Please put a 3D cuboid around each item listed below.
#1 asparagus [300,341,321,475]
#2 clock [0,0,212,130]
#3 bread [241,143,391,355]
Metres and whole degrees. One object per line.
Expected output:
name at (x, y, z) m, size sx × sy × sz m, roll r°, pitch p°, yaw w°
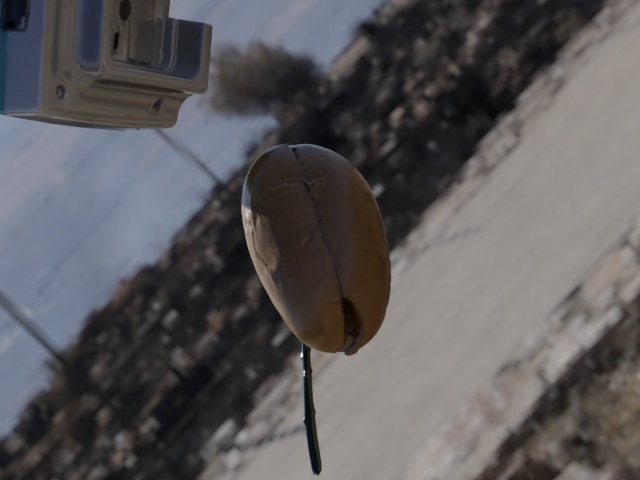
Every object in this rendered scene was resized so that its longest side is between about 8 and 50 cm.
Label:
asparagus at (-0.010, 0.132, 1.669) m, size 0.013 × 0.016 × 0.166 m, roll 114°, pitch 155°, yaw -56°
clock at (-0.190, -0.233, 1.705) m, size 0.116 × 0.262 × 0.231 m, roll 4°, pitch 1°, yaw 23°
bread at (0.000, 0.000, 1.552) m, size 0.114 × 0.189 × 0.077 m, roll -10°, pitch -22°, yaw -22°
